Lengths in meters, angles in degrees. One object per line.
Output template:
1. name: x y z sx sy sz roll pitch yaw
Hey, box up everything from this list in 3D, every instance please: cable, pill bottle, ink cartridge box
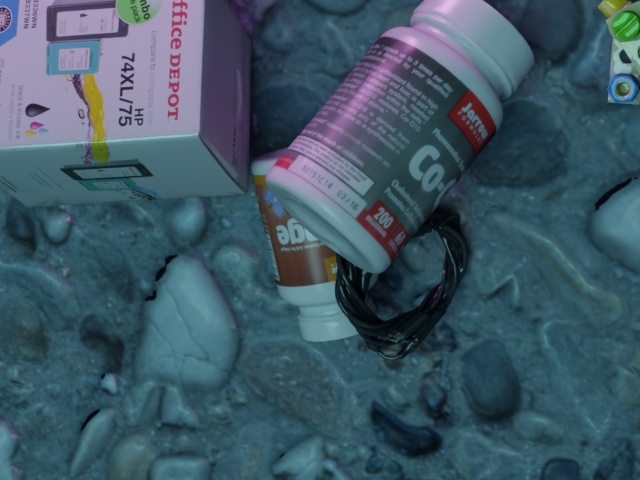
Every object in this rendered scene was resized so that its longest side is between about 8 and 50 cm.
1. cable: 0.092 0.032 1.638 0.184 0.047 0.150 -48 112 -18
2. pill bottle: 0.088 -0.120 1.536 0.161 0.161 0.283 39 82 5
3. ink cartridge box: -0.228 -0.163 1.613 0.270 0.197 0.198 -3 73 12
4. pill bottle: 0.000 0.000 1.668 0.121 0.121 0.216 -9 101 19

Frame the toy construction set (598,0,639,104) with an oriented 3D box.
1. toy construction set: 0.337 -0.312 1.478 0.215 0.151 0.327 -20 108 21
